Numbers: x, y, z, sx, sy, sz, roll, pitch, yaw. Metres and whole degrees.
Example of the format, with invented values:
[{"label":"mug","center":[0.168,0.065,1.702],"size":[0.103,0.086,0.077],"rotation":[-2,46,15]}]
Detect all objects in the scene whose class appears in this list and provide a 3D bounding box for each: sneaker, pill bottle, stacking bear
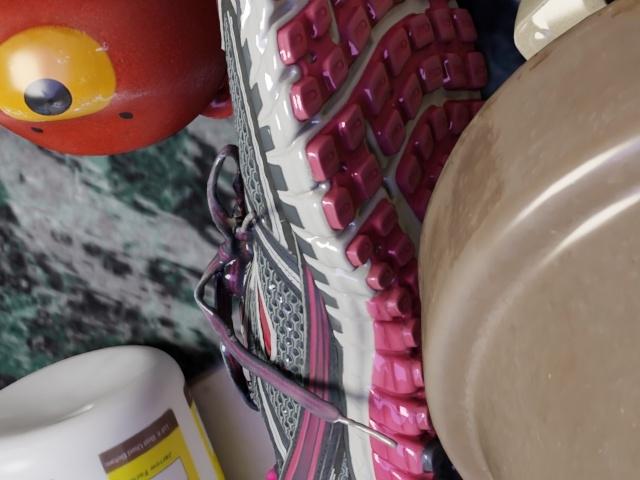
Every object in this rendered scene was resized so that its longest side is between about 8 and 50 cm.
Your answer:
[{"label":"sneaker","center":[0.000,0.000,0.571],"size":[0.112,0.121,0.299],"rotation":[5,117,34]},{"label":"pill bottle","center":[-0.090,0.168,0.720],"size":[0.117,0.117,0.215],"rotation":[-8,109,36]},{"label":"stacking bear","center":[-0.110,-0.161,0.537],"size":[0.175,0.164,0.289],"rotation":[-9,122,11]}]

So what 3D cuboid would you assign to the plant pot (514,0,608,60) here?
[{"label":"plant pot","center":[0.125,-0.073,0.464],"size":[0.109,0.096,0.109],"rotation":[48,130,2]}]

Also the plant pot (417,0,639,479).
[{"label":"plant pot","center":[0.152,0.086,0.378],"size":[0.263,0.229,0.263],"rotation":[4,137,4]}]
